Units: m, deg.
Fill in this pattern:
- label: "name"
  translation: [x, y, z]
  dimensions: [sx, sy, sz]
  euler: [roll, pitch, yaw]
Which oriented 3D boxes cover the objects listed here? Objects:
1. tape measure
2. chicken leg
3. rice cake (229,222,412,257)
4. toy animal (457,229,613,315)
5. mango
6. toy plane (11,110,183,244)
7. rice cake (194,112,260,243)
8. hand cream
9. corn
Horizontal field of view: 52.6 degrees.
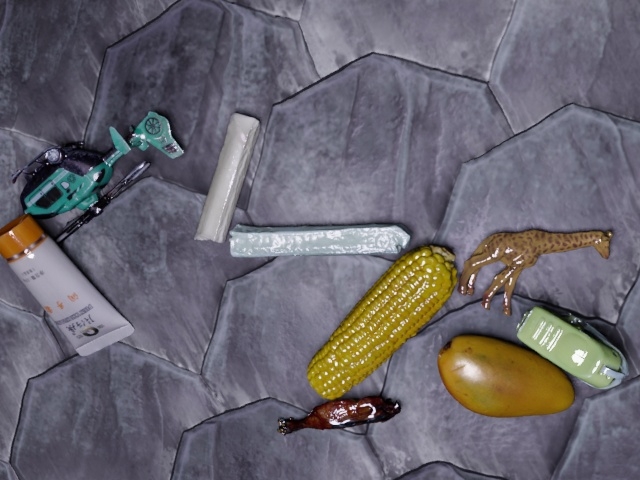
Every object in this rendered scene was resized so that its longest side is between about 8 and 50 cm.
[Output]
- label: "tape measure"
  translation: [0.441, 0.185, 1.103]
  dimensions: [0.177, 0.154, 0.088]
  euler: [37, 101, 34]
- label: "chicken leg"
  translation: [0.027, 0.334, 1.228]
  dimensions: [0.253, 0.106, 0.051]
  euler: [-13, 68, 16]
- label: "rice cake"
  translation: [0.000, 0.000, 1.197]
  dimensions: [0.336, 0.066, 0.063]
  euler: [0, 98, 9]
- label: "toy animal"
  translation: [0.371, 0.032, 1.146]
  dimensions: [0.275, 0.054, 0.149]
  euler: [-35, 94, 12]
- label: "mango"
  translation: [0.328, 0.252, 1.156]
  dimensions: [0.253, 0.113, 0.139]
  euler: [17, 97, 0]
- label: "toy plane"
  translation: [-0.443, -0.127, 1.242]
  dimensions: [0.381, 0.106, 0.155]
  euler: [-35, 97, 12]
- label: "rice cake"
  translation: [-0.175, -0.111, 1.218]
  dimensions: [0.057, 0.052, 0.256]
  euler: [21, 101, 9]
- label: "hand cream"
  translation: [-0.513, 0.096, 1.276]
  dimensions: [0.139, 0.089, 0.314]
  euler: [-28, 116, 14]
- label: "corn"
  translation: [0.112, 0.151, 1.176]
  dimensions: [0.120, 0.120, 0.363]
  euler: [40, 106, 2]
